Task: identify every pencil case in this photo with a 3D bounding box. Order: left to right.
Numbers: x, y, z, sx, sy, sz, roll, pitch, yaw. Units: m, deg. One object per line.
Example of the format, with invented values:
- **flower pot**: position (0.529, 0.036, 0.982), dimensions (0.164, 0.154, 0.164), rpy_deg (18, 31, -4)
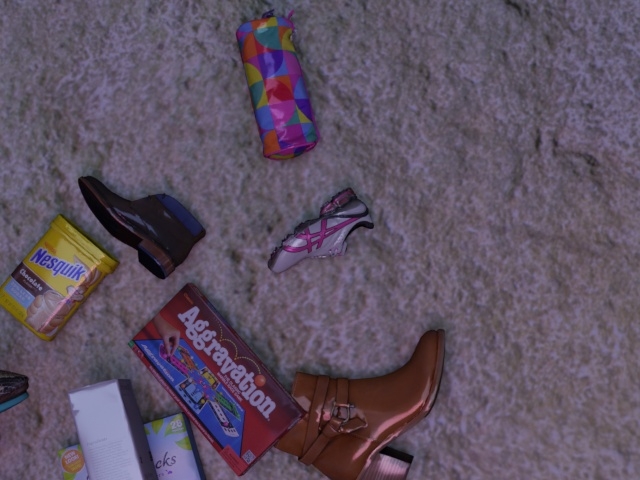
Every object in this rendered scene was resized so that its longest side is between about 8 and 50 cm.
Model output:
- **pencil case**: position (-0.067, -0.249, 1.888), dimensions (0.104, 0.104, 0.236), rpy_deg (-12, 86, 0)

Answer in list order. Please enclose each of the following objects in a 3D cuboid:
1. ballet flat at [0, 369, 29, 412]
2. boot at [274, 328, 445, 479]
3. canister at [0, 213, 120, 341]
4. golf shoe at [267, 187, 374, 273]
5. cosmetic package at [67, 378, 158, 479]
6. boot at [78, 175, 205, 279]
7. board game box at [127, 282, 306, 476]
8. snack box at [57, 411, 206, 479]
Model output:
- **ballet flat**: position (-0.641, 0.270, 1.608), dimensions (0.483, 0.164, 0.182), rpy_deg (-34, 89, 3)
- **boot**: position (0.066, 0.243, 1.848), dimensions (0.220, 0.109, 0.283), rpy_deg (21, 93, 7)
- **canister**: position (-0.423, 0.062, 1.878), dimensions (0.126, 0.073, 0.170), rpy_deg (39, 88, 4)
- **golf shoe**: position (0.000, 0.000, 1.878), dimensions (0.186, 0.067, 0.086), rpy_deg (-38, 87, -3)
- **cosmetic package**: position (-0.302, 0.327, 1.762), dimensions (0.086, 0.117, 0.231), rpy_deg (-15, 83, -1)
- **boot**: position (-0.289, -0.044, 1.897), dimensions (0.219, 0.082, 0.106), rpy_deg (45, 65, 8)
- **board game box**: position (-0.165, 0.216, 1.843), dimensions (0.145, 0.027, 0.281), rpy_deg (-45, 74, 7)
- **snack box**: position (-0.289, 0.381, 1.847), dimensions (0.207, 0.070, 0.174), rpy_deg (-16, 84, -2)
